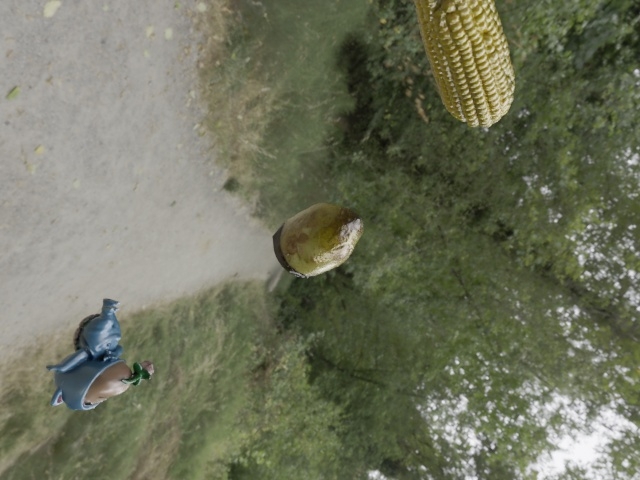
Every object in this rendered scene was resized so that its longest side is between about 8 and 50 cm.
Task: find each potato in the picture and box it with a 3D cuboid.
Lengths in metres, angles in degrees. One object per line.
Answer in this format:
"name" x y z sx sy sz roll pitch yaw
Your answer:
"potato" 0.000 0.000 0.677 0.103 0.096 0.066 -39 -161 41

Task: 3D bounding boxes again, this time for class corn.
"corn" 0.235 -0.315 0.839 0.130 0.130 0.347 -51 137 -11

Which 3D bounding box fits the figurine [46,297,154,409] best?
"figurine" -0.344 0.191 0.831 0.114 0.144 0.178 -171 -84 -86
